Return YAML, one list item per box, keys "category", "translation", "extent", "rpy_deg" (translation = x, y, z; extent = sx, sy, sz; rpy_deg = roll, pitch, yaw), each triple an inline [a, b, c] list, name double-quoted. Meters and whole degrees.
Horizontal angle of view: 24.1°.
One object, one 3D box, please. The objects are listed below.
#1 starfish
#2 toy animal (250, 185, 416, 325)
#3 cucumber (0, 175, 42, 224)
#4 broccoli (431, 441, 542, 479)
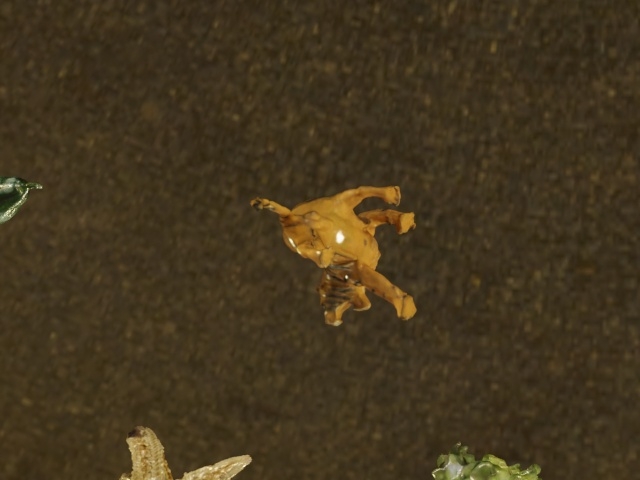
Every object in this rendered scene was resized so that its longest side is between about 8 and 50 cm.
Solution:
- category: "starfish"
  translation: [-0.139, 0.258, 1.370]
  extent: [0.071, 0.238, 0.216]
  rpy_deg: [2, 123, -32]
- category: "toy animal"
  translation: [0.002, -0.007, 1.409]
  extent: [0.116, 0.114, 0.255]
  rpy_deg: [2, 160, 32]
- category: "cucumber"
  translation: [-0.388, -0.029, 1.633]
  extent: [0.250, 0.056, 0.056]
  rpy_deg: [-20, 123, 39]
- category: "broccoli"
  translation: [0.106, 0.300, 1.174]
  extent: [0.245, 0.288, 0.248]
  rpy_deg: [9, 96, -2]
